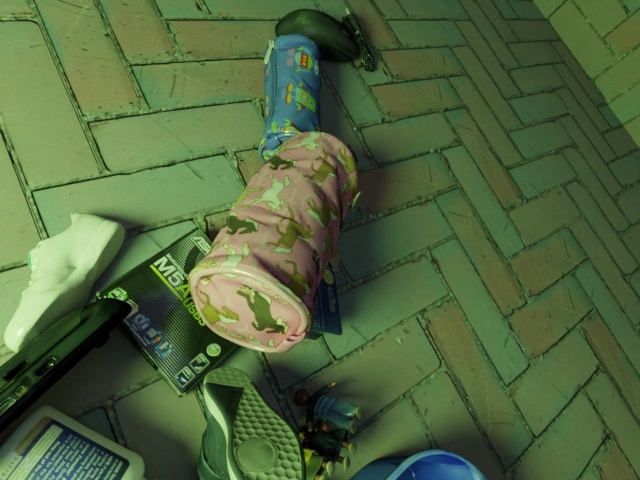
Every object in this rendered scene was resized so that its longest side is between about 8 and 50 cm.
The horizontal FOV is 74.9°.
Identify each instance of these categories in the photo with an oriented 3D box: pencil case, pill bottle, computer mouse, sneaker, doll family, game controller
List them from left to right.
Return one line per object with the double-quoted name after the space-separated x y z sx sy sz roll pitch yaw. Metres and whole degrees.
-0.336 0.181 0.434 0.067 0.166 0.319 55 45 -19 "game controller"
-0.364 0.047 0.568 0.094 0.080 0.212 22 50 -3 "sneaker"
-0.268 0.281 0.470 0.186 0.112 0.112 34 55 -8 "pill bottle"
-0.090 0.283 0.504 0.086 0.226 0.164 1 106 -28 "sneaker"
-0.062 -0.286 0.851 0.133 0.119 0.307 25 54 -41 "pencil case"
-0.045 -0.018 0.633 0.166 0.160 0.386 3 39 18 "pencil case"
-0.016 0.298 0.611 0.193 0.111 0.076 -45 128 -42 "doll family"
0.019 -0.519 1.038 0.272 0.072 0.189 -10 72 -31 "computer mouse"

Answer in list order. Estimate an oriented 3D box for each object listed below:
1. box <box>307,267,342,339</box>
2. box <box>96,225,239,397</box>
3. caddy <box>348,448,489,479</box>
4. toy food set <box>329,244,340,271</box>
-0.066 0.082 0.680 0.225 0.036 0.137 19 47 -30 "box"
-0.199 0.101 0.636 0.191 0.045 0.184 49 56 1 "box"
0.115 0.441 0.552 0.341 0.179 0.242 -24 80 -34 "caddy"
0.000 0.000 0.808 0.077 0.019 0.122 9 70 -23 "toy food set"
